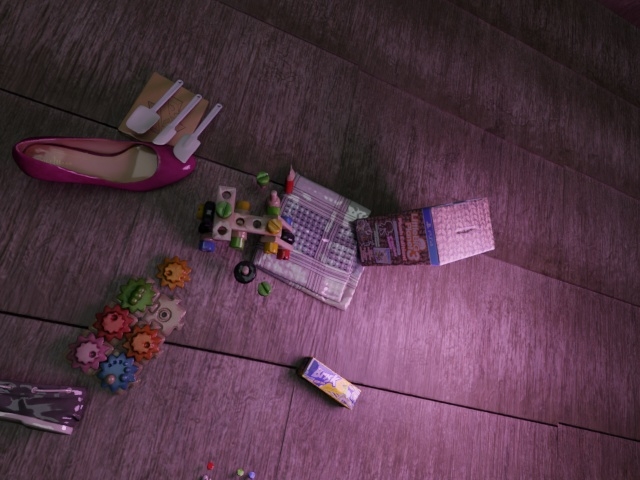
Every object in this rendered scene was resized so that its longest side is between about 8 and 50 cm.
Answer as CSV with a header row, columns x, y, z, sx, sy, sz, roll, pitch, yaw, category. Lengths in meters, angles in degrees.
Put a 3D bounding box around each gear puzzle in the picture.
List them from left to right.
x,y,z,sx,sy,sz,roll,pitch,yaw,category
-0.420,0.181,0.983,0.175,0.044,0.339,38,66,-10,gear puzzle

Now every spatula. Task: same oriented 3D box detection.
x,y,z,sx,sy,sz,roll,pitch,yaw,category
-0.370,-0.326,1.086,0.168,0.019,0.242,30,54,-11,spatula

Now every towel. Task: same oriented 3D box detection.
x,y,z,sx,sy,sz,roll,pitch,yaw,category
0.000,0.000,1.193,0.324,0.056,0.313,28,69,-15,towel

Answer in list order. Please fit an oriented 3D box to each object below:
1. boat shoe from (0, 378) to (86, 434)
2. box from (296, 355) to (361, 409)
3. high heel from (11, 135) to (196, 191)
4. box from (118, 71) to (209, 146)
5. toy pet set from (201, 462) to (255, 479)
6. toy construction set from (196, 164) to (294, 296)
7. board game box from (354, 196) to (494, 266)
x,y,z,sx,sy,sz,roll,pitch,yaw,category
-0.652,0.305,0.834,0.335,0.112,0.096,25,52,-21,boat shoe
0.021,0.380,1.111,0.168,0.054,0.059,37,67,-10,box
-0.478,-0.183,0.965,0.376,0.181,0.127,-11,91,-22,high heel
-0.416,-0.334,1.121,0.164,0.021,0.201,26,69,-15,box
-0.228,0.599,0.968,0.122,0.065,0.114,25,35,-18,toy pet set
-0.159,-0.068,1.015,0.257,0.237,0.309,30,71,2,toy construction set
0.280,-0.019,1.152,0.231,0.291,0.141,-11,93,-34,board game box
